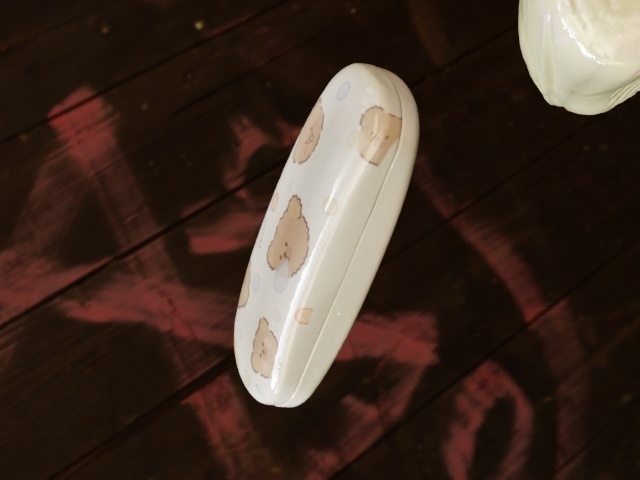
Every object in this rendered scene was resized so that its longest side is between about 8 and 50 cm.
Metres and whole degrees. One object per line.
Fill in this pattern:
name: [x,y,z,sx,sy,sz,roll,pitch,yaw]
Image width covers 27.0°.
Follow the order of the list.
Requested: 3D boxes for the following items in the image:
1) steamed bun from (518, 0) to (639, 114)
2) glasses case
steamed bun: [0.220,-0.198,0.858,0.239,0.170,0.152,-33,-99,-5]
glasses case: [0.000,0.000,0.593,0.041,0.164,0.063,8,-151,-28]
